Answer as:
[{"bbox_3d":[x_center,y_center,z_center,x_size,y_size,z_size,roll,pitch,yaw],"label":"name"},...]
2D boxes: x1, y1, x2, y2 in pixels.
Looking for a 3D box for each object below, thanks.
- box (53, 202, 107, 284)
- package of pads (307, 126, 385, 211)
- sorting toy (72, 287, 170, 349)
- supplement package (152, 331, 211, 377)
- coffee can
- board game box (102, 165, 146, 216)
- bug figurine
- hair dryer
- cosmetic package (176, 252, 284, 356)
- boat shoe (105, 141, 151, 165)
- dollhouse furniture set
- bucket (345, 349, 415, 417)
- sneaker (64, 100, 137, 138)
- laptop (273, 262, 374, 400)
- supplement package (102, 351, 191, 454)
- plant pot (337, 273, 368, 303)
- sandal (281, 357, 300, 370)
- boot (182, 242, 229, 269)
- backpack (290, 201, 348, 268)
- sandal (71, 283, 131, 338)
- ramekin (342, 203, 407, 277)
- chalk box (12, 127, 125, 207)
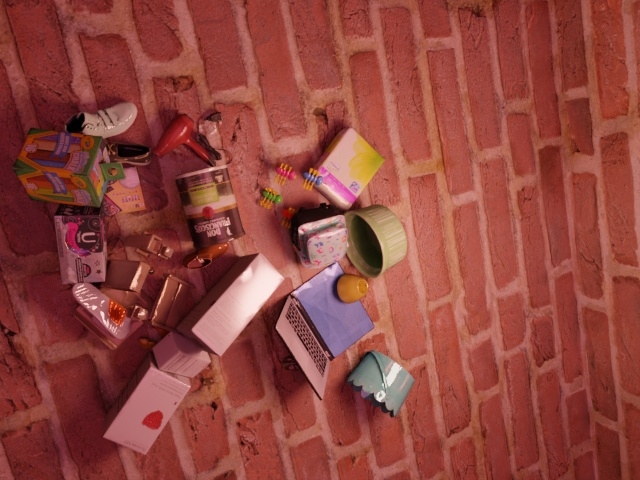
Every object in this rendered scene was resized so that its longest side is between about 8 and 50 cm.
[{"bbox_3d":[-0.818,0.006,1.595,0.142,0.163,0.247,-3,112,-21],"label":"box"},{"bbox_3d":[0.103,-0.309,1.979,0.229,0.101,0.296,40,80,-21],"label":"package of pads"},{"bbox_3d":[-0.737,0.298,1.757,0.229,0.041,0.307,-44,109,-16],"label":"sorting toy"},{"bbox_3d":[-0.527,0.437,1.762,0.105,0.105,0.179,-41,141,6],"label":"supplement package"},{"bbox_3d":[-0.415,-0.131,1.745,0.201,0.201,0.275,-17,101,-19],"label":"coffee can"},{"bbox_3d":[-0.779,-0.170,1.685,0.243,0.042,0.165,-12,100,-20],"label":"board game box"},{"bbox_3d":[-0.116,-0.199,1.887,0.216,0.072,0.279,28,115,-10],"label":"bug figurine"},{"bbox_3d":[-0.487,-0.370,1.757,0.293,0.080,0.224,-13,101,-19],"label":"hair dryer"},{"bbox_3d":[-0.339,0.236,1.760,0.156,0.217,0.385,47,62,-18],"label":"cosmetic package"},{"bbox_3d":[-0.727,-0.319,1.662,0.227,0.069,0.081,-3,67,-24],"label":"boat shoe"},{"bbox_3d":[-0.621,0.176,1.775,0.355,0.174,0.303,42,57,-51],"label":"dollhouse furniture set"},{"bbox_3d":[0.269,0.630,2.056,0.281,0.281,0.183,45,70,-19],"label":"bucket"},{"bbox_3d":[-0.757,-0.416,1.604,0.256,0.151,0.094,-37,94,-14],"label":"sneaker"},{"bbox_3d":[0.035,0.369,1.960,0.236,0.408,0.382,-25,106,18],"label":"laptop"},{"bbox_3d":[-0.652,0.608,1.744,0.177,0.175,0.293,36,83,-22],"label":"supplement package"},{"bbox_3d":[0.153,0.207,2.029,0.134,0.095,0.134,10,74,-40],"label":"plant pot"},{"bbox_3d":[-0.081,0.544,2.030,0.180,0.049,0.072,7,87,-7],"label":"sandal"},{"bbox_3d":[-0.432,0.061,1.783,0.197,0.152,0.073,-28,104,-16],"label":"boot"},{"bbox_3d":[0.000,0.000,1.906,0.225,0.191,0.253,-16,136,-17],"label":"backpack"},{"bbox_3d":[-0.792,0.248,1.662,0.265,0.076,0.102,56,40,-26],"label":"sandal"},{"bbox_3d":[0.227,-0.006,1.959,0.148,0.303,0.303,-23,104,-25],"label":"ramekin"},{"bbox_3d":[-0.808,-0.233,1.533,0.289,0.180,0.179,6,58,-8],"label":"chalk box"}]
